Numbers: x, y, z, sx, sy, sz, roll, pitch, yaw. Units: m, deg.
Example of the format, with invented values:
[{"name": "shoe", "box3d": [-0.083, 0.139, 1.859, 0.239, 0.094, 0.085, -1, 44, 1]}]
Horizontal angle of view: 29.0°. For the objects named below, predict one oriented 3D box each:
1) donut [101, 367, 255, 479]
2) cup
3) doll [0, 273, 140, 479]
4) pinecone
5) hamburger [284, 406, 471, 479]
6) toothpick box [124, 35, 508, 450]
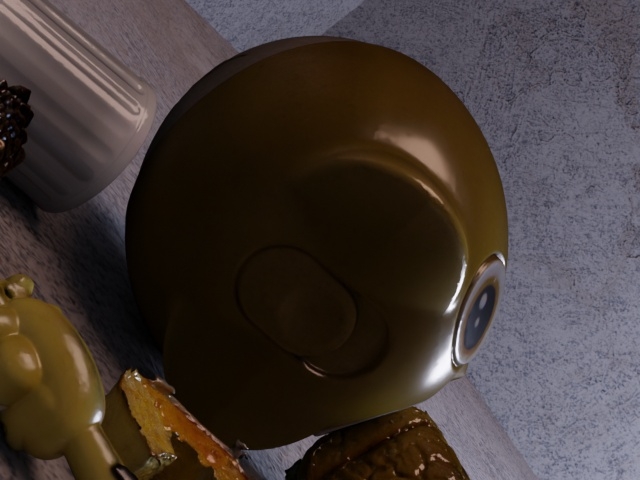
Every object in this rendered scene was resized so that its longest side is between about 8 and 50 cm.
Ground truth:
[{"name": "donut", "box3d": [-0.122, 0.183, 1.008, 0.181, 0.078, 0.146, 44, 8, -31]}, {"name": "cup", "box3d": [-0.306, -0.143, 1.213, 0.202, 0.221, 0.166, 44, 46, -36]}, {"name": "doll", "box3d": [-0.164, 0.151, 0.864, 0.291, 0.086, 0.117, 57, 16, 10]}, {"name": "pinecone", "box3d": [-0.303, -0.091, 0.986, 0.121, 0.140, 0.140, 33, 3, 15]}, {"name": "hamburger", "box3d": [0.075, 0.274, 1.302, 0.206, 0.183, 0.130, 57, -18, 26]}, {"name": "toothpick box", "box3d": [0.000, 0.000, 1.307, 0.409, 0.409, 0.425, 51, 14, -16]}]
